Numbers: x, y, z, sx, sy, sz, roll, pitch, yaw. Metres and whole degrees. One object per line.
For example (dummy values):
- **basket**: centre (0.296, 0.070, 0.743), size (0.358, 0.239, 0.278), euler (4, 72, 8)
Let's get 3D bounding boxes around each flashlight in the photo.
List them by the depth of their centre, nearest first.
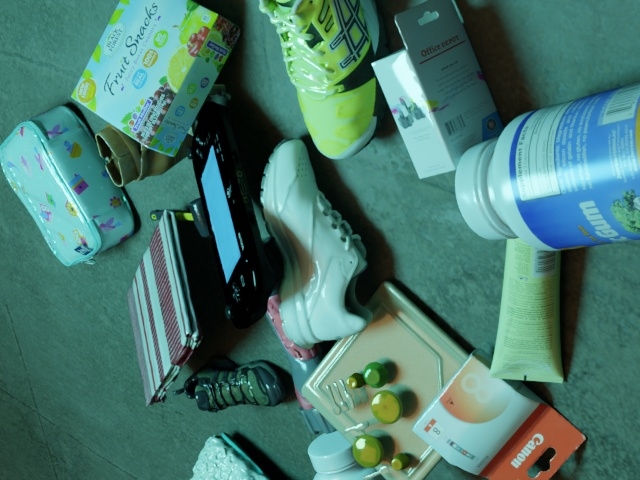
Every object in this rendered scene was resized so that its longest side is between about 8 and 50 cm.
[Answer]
- **flashlight**: centre (-0.033, 0.143, 1.564), size (0.103, 0.103, 0.304), euler (-21, 98, 25)

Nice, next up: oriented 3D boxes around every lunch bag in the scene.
- **lunch bag**: centre (-0.467, -0.087, 1.869), size (0.224, 0.108, 0.279), euler (-22, 98, 52)

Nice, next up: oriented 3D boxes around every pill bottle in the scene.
- **pill bottle**: centre (0.272, -0.069, 1.037), size (0.272, 0.152, 0.152), euler (-12, 106, 51)
- **pill bottle**: centre (0.060, 0.412, 1.624), size (0.124, 0.124, 0.221), euler (-4, 113, 49)

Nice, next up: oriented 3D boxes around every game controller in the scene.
- **game controller**: centre (-0.132, -0.038, 1.468), size (0.166, 0.067, 0.319), euler (107, 149, -65)

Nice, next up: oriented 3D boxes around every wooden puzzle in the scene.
- **wooden puzzle**: centre (0.110, 0.209, 1.449), size (0.221, 0.044, 0.238), euler (43, 115, 19)

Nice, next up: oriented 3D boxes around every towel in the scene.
- **towel**: centre (-0.273, 0.123, 1.773), size (0.329, 0.037, 0.237), euler (126, 134, -55)

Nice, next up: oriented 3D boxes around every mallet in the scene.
- **mallet**: centre (-0.234, -0.049, 1.705), size (0.190, 0.039, 0.062), euler (12, 124, 47)

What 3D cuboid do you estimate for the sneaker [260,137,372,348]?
- **sneaker**: centre (0.000, 0.000, 1.433), size (0.129, 0.111, 0.297), euler (-9, 99, 23)

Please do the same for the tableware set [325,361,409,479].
- **tableware set**: centre (0.077, 0.252, 1.436), size (0.104, 0.024, 0.154), euler (-27, 82, 27)

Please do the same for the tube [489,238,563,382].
- **tube**: centre (0.252, 0.076, 1.236), size (0.070, 0.062, 0.240), euler (31, 136, 44)

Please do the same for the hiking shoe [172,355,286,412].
- **hiking shoe**: centre (-0.154, 0.263, 1.763), size (0.227, 0.114, 0.086), euler (-2, 115, 49)

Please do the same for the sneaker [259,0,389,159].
- **sneaker**: centre (-0.012, -0.267, 1.218), size (0.145, 0.147, 0.384), euler (19, 129, 37)

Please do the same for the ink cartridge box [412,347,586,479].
- **ink cartridge box**: centre (0.229, 0.252, 1.342), size (0.179, 0.045, 0.145), euler (41, 114, 15)

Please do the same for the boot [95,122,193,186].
- **boot**: centre (-0.283, -0.189, 1.561), size (0.073, 0.152, 0.197), euler (-11, 106, 51)

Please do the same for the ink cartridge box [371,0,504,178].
- **ink cartridge box**: centre (0.129, -0.175, 1.160), size (0.062, 0.104, 0.181), euler (-11, 106, 50)

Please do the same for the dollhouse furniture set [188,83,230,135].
- **dollhouse furniture set**: centre (-0.171, -0.215, 1.539), size (0.081, 0.091, 0.114), euler (4, 155, 1)

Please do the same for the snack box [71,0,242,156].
- **snack box**: centre (-0.234, -0.250, 1.450), size (0.174, 0.070, 0.207), euler (34, 97, 29)

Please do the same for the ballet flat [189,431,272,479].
- **ballet flat**: centre (-0.080, 0.501, 1.825), size (0.409, 0.147, 0.147), euler (32, 135, 34)
